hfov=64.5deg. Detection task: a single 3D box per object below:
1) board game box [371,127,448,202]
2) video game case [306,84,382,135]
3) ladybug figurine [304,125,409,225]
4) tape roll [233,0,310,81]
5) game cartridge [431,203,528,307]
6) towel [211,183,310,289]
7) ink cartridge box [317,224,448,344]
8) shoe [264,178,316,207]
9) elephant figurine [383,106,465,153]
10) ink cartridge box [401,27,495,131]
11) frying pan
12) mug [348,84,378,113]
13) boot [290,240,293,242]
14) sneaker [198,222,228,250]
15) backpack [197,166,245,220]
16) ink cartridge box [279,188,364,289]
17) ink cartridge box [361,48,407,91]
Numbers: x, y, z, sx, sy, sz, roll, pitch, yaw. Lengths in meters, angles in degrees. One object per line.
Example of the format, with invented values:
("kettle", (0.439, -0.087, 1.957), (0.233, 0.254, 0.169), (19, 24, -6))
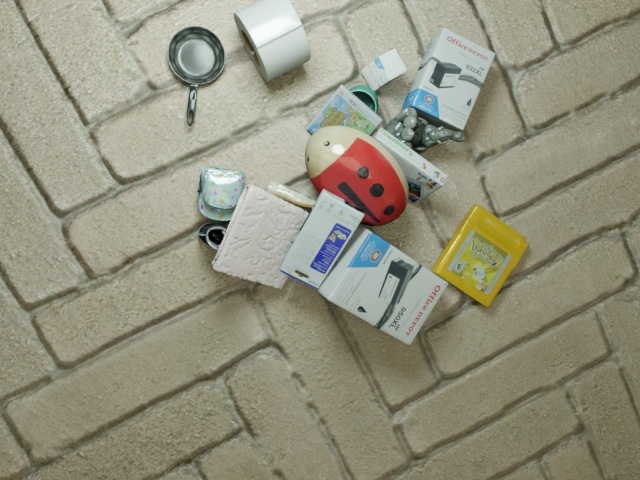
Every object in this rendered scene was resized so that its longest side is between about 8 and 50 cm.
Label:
("board game box", (0.288, -0.267, 1.859), (0.305, 0.193, 0.053), (34, 65, -11))
("video game case", (0.084, -0.422, 1.840), (0.193, 0.023, 0.212), (38, 124, -11))
("ladybug figurine", (0.127, -0.203, 1.797), (0.449, 0.161, 0.305), (40, 128, -16))
("tape roll", (-0.164, -0.688, 1.721), (0.169, 0.246, 0.246), (-29, 99, -4))
("game cartridge", (0.641, 0.064, 2.020), (0.285, 0.053, 0.323), (32, 91, -11))
("towel", (-0.195, -0.002, 1.805), (0.332, 0.053, 0.316), (24, 93, -45))
("ink cartridge box", (0.229, 0.165, 1.871), (0.395, 0.166, 0.285), (32, 92, -23))
("shoe", (-0.096, -0.168, 1.868), (0.219, 0.076, 0.058), (17, 98, -8))
("elephant figurine", (0.375, -0.389, 1.889), (0.240, 0.186, 0.169), (4, 133, -34))
("ink cartridge box", (0.473, -0.588, 1.887), (0.223, 0.129, 0.307), (22, 92, -10))
("frying pan", (-0.417, -0.586, 1.789), (0.197, 0.053, 0.325), (-16, 100, -7))
("mug", (0.132, -0.499, 1.853), (0.158, 0.097, 0.129), (4, 123, 12))
("boot", (-0.017, 0.051, 1.885), (0.137, 0.077, 0.197), (-32, 103, -19))
("sneaker", (-0.307, 0.004, 1.813), (0.269, 0.153, 0.101), (12, 94, -10))
("backpack", (-0.352, -0.160, 1.798), (0.166, 0.144, 0.188), (7, 98, -15))
("ink cartridge box", (0.000, 0.000, 1.779), (0.166, 0.065, 0.332), (28, 109, -11))
("ink cartridge box", (0.226, -0.616, 1.847), (0.090, 0.143, 0.092), (-34, 100, -22))
